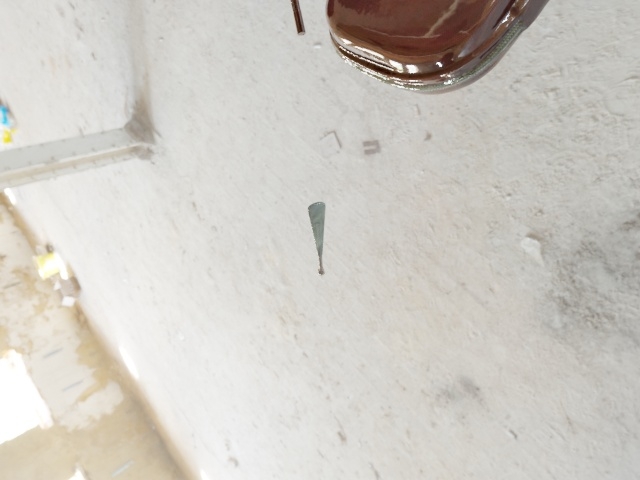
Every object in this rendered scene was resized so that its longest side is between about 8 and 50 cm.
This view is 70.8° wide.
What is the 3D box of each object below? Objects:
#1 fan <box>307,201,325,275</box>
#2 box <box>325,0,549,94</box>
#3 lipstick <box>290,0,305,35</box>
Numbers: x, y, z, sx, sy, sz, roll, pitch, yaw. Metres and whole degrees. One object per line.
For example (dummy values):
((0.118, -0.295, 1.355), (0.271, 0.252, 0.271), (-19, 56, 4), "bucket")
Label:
((0.000, 0.000, 1.415), (0.023, 0.057, 0.281), (-122, 20, -49), "fan")
((0.181, -0.359, 0.532), (0.263, 0.108, 0.403), (40, 94, 35), "box")
((-0.072, -0.678, 1.284), (0.027, 0.027, 0.176), (-7, 97, 49), "lipstick")
